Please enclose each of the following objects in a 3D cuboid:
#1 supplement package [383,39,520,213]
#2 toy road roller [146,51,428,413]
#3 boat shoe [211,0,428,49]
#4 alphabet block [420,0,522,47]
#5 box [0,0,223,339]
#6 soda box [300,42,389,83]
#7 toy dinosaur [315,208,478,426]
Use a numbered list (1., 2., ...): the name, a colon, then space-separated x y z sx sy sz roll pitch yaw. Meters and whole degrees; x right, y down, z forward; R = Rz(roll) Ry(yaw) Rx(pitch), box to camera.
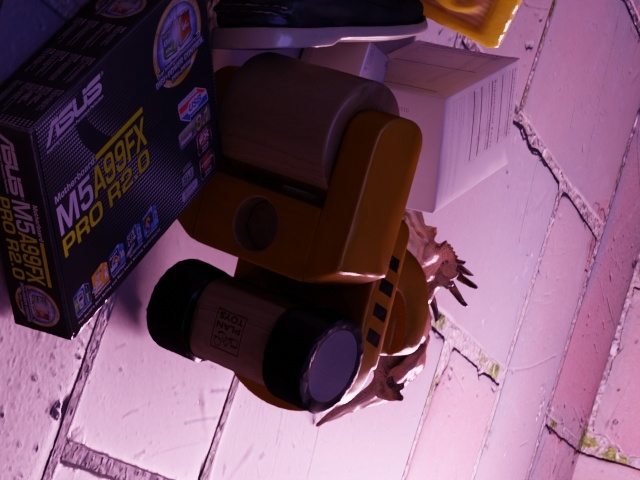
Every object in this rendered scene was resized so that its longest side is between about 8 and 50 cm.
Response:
1. supplement package: 0.120 -0.134 2.154 0.244 0.139 0.133 -31 130 -60
2. toy road roller: 0.000 0.000 1.808 0.241 0.202 0.329 3 104 -55
3. boat shoe: 0.004 -0.246 1.828 0.340 0.127 0.113 -14 104 -54
4. alphabet block: 0.160 -0.356 1.975 0.197 0.193 0.192 -62 176 -32
5. box: -0.176 -0.082 1.578 0.270 0.060 0.216 -53 149 -44
6. soda box: 0.001 -0.106 1.971 0.069 0.074 0.216 30 76 -67
7. toy dinosaur: 0.098 0.101 2.287 0.200 0.127 0.295 13 97 -75
